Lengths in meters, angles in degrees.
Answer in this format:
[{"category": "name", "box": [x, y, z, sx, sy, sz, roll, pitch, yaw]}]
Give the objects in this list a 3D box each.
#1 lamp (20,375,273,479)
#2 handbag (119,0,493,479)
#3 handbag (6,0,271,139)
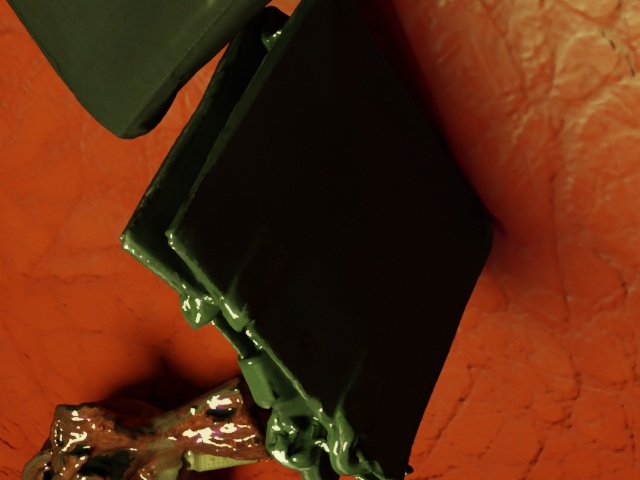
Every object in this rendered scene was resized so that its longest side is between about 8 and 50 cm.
[{"category": "lamp", "box": [-0.145, 0.201, 1.331, 0.223, 0.215, 0.151, 147, 110, -71]}, {"category": "handbag", "box": [0.002, -0.001, 1.020, 0.079, 0.260, 0.247, -11, 129, 35]}, {"category": "handbag", "box": [-0.073, -0.238, 0.969, 0.275, 0.178, 0.302, 53, 130, 7]}]
